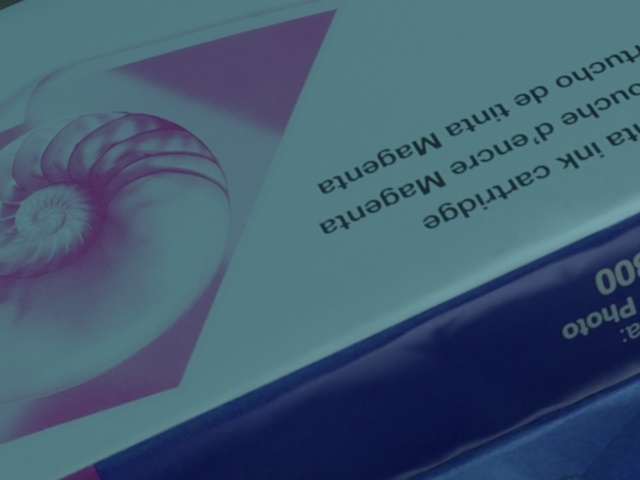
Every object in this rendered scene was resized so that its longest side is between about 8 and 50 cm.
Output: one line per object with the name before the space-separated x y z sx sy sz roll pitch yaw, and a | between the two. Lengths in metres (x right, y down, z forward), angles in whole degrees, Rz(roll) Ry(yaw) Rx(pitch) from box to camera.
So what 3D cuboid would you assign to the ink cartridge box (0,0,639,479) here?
ink cartridge box | 0.000 0.000 0.653 0.324 0.071 0.330 -25 45 -6
